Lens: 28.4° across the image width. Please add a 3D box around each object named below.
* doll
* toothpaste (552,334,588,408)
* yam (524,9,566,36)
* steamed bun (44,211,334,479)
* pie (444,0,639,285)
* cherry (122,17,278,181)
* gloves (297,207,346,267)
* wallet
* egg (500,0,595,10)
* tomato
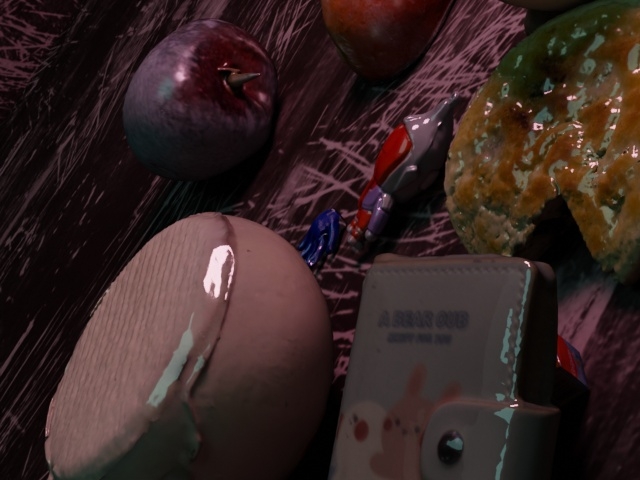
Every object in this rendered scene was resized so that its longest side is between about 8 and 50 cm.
[{"bbox_3d":[0.100,-0.087,1.524,0.227,0.075,0.102,-54,17,20],"label":"doll"},{"bbox_3d":[0.161,0.155,1.207,0.193,0.044,0.070,-38,31,27],"label":"toothpaste"},{"bbox_3d":[0.288,-0.225,1.401,0.068,0.068,0.169,-50,30,8],"label":"yam"},{"bbox_3d":[-0.127,0.161,1.423,0.374,0.241,0.374,-41,32,33],"label":"steamed bun"},{"bbox_3d":[0.251,-0.101,1.259,0.337,0.075,0.338,-25,56,45],"label":"pie"},{"bbox_3d":[-0.184,-0.209,1.938,0.296,0.218,0.255,-34,32,52],"label":"cherry"},{"bbox_3d":[0.000,0.000,1.631,0.086,0.026,0.064,-51,31,6],"label":"gloves"},{"bbox_3d":[0.106,0.185,1.149,0.252,0.083,0.360,-2,74,48],"label":"wallet"},{"bbox_3d":[0.265,-0.377,1.326,0.345,0.283,0.283,-20,29,-8],"label":"egg"},{"bbox_3d":[0.081,-0.346,1.759,0.180,0.155,0.214,-6,53,49],"label":"tomato"}]
